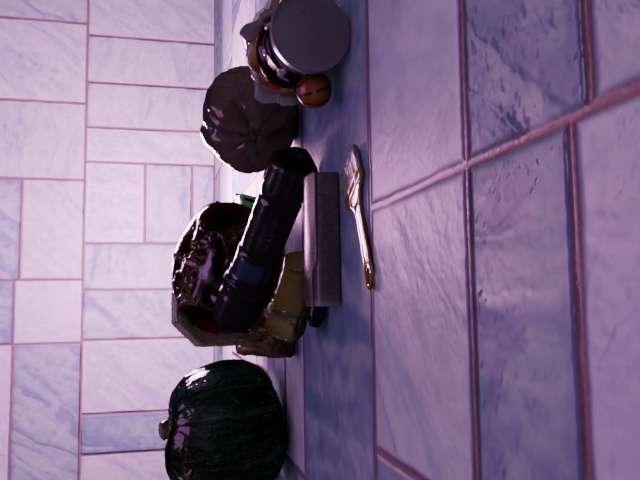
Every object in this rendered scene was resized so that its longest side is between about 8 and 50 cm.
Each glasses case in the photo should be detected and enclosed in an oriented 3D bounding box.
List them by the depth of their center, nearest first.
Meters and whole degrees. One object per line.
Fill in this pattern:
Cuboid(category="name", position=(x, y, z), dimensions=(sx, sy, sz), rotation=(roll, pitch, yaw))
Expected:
Cuboid(category="glasses case", position=(0.000, 0.000, 1.031), dimensions=(0.071, 0.047, 0.204), rotation=(157, 113, -74))

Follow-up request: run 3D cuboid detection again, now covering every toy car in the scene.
Cuboid(category="toy car", position=(-0.207, -0.087, 1.866), dimensions=(0.165, 0.071, 0.062), rotation=(-108, 38, -53))

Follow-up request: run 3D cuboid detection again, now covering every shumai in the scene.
Cuboid(category="shumai", position=(-0.106, 0.189, 1.331), dimensions=(0.139, 0.123, 0.105), rotation=(88, -172, -69))

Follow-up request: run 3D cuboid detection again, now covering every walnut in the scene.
Cuboid(category="walnut", position=(-0.143, -0.243, 1.336), dimensions=(0.224, 0.224, 0.224), rotation=(-179, 90, -77))

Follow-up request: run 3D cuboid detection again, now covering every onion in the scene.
Cuboid(category="onion", position=(-0.210, 0.061, 1.549), dimensions=(0.314, 0.232, 0.313), rotation=(-4, 84, 43))

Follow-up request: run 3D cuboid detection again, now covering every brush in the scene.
Cuboid(category="brush", position=(0.052, -0.026, 0.891), dimensions=(0.083, 0.011, 0.205), rotation=(111, 154, -55))

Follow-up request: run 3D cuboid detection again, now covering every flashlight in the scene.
Cuboid(category="flashlight", position=(-0.112, 0.008, 1.255), dimensions=(0.103, 0.103, 0.424), rotation=(-104, 30, -47))

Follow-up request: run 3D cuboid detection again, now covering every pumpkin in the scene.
Cuboid(category="pumpkin", position=(-0.194, 0.408, 1.383), dimensions=(0.197, 0.264, 0.292), rotation=(179, 91, -71))

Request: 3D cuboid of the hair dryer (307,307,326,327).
Cuboid(category="hair dryer", position=(-0.006, 0.102, 1.107), dimensions=(0.083, 0.031, 0.078), rotation=(168, 113, -84))

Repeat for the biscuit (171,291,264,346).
Cuboid(category="biscuit", position=(-0.255, 0.195, 1.687), dimensions=(0.046, 0.250, 0.147), rotation=(-12, 77, 57))

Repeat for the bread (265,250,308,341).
Cuboid(category="bread", position=(-0.044, 0.093, 1.122), dimensions=(0.117, 0.064, 0.156), rotation=(77, -153, -79))

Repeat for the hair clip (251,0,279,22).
Cuboid(category="hair clip", position=(-0.121, -0.495, 1.512), dimensions=(0.218, 0.071, 0.159), rotation=(-158, 72, -70))

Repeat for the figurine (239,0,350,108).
Cuboid(category="figurine", position=(-0.043, -0.289, 1.051), dimensions=(0.236, 0.133, 0.175), rotation=(-167, 65, -71))
